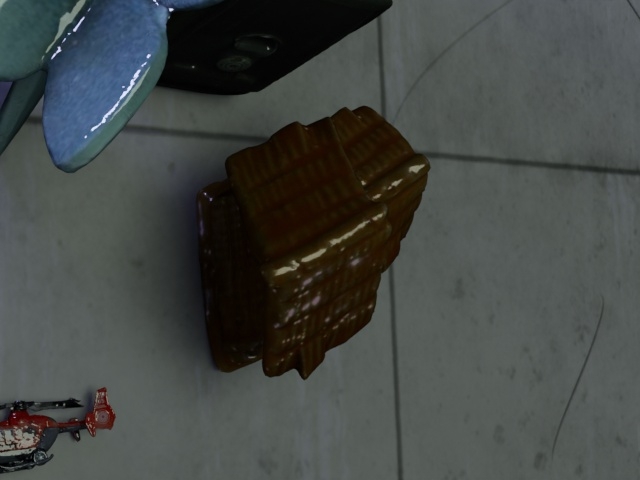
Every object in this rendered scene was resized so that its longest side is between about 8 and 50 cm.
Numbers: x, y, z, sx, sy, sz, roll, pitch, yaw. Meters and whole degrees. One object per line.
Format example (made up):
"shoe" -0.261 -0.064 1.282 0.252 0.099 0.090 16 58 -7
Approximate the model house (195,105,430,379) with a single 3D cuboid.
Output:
"model house" -0.001 0.000 1.175 0.199 0.229 0.220 -17 94 -23

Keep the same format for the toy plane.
"toy plane" -0.236 0.158 1.094 0.145 0.037 0.060 -5 78 -36

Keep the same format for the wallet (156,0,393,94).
"wallet" -0.070 -0.181 1.134 0.168 0.245 0.052 12 71 -36

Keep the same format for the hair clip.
"hair clip" -0.211 -0.238 0.986 0.238 0.392 0.318 40 78 -26
